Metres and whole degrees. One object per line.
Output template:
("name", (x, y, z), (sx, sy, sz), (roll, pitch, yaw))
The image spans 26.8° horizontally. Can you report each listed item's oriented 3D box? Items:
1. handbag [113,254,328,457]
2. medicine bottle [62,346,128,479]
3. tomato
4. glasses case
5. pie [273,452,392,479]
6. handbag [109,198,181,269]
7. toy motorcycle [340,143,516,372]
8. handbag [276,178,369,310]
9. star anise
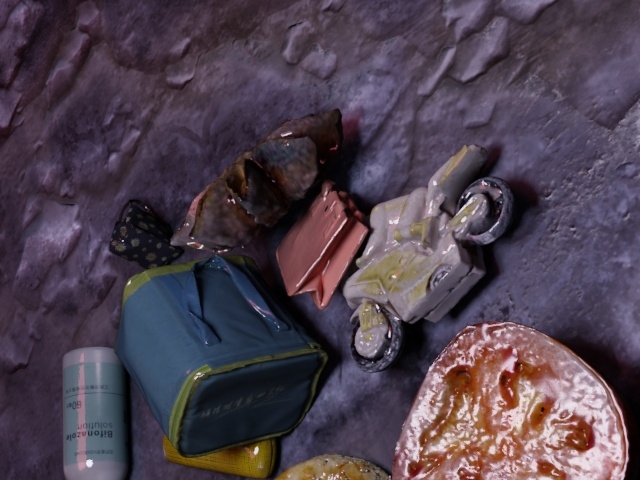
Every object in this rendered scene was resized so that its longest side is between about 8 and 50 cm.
("handbag", (-0.155, 0.168, 2.013), (0.241, 0.263, 0.222), (53, 137, 38))
("medicine bottle", (-0.379, 0.360, 2.266), (0.110, 0.110, 0.352), (-21, 65, 37))
("tomato", (0.260, 0.279, 1.673), (0.338, 0.143, 0.339), (-11, 72, 36))
("glasses case", (-0.161, 0.323, 2.107), (0.234, 0.064, 0.079), (1, 86, 42))
("pie", (0.001, 0.420, 1.859), (0.274, 0.055, 0.274), (-11, 50, 13))
("handbag", (-0.307, -0.020, 2.324), (0.072, 0.115, 0.139), (-46, 34, 24))
("toy motorcycle", (0.133, 0.014, 1.894), (0.341, 0.107, 0.223), (-49, 42, 20))
("handbag", (0.000, 0.000, 1.988), (0.157, 0.059, 0.212), (-59, 17, 11))
("star anise", (-0.087, -0.085, 2.049), (0.331, 0.117, 0.332), (-39, 13, 11))
